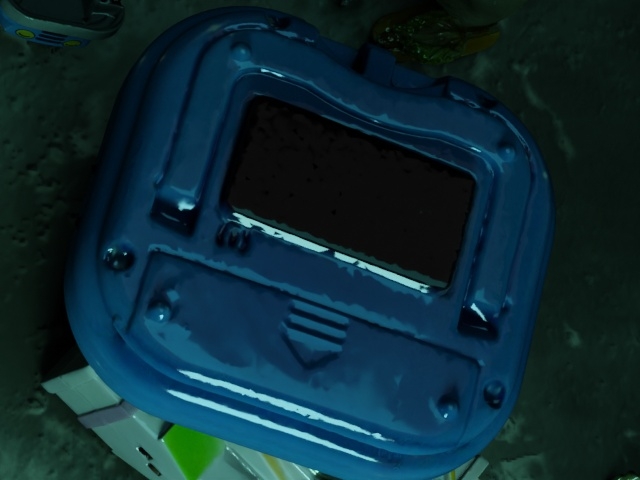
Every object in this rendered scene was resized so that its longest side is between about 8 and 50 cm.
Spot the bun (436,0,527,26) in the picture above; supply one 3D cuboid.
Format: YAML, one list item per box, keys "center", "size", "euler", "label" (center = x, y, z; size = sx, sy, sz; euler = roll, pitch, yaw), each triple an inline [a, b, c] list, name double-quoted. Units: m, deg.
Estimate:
- center: [0.129, -0.268, 1.629]
  size: [0.113, 0.167, 0.173]
  euler: [-29, 55, -6]
  label: "bun"

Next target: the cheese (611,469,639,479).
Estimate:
- center: [0.264, 0.251, 1.726]
  size: [0.060, 0.041, 0.084]
  euler: [46, 55, -23]
  label: "cheese"

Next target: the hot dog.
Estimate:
- center: [0.102, -0.179, 1.693]
  size: [0.133, 0.041, 0.056]
  euler: [-15, 90, -28]
  label: "hot dog"

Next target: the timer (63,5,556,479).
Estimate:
- center: [0.000, 0.000, 1.416]
  size: [0.340, 0.115, 0.309]
  euler: [20, 67, -12]
  label: "timer"

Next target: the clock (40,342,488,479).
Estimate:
- center: [-0.014, 0.125, 1.524]
  size: [0.309, 0.166, 0.235]
  euler: [46, 67, -11]
  label: "clock"

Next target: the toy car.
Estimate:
- center: [-0.209, -0.226, 1.516]
  size: [0.097, 0.100, 0.191]
  euler: [9, 60, -25]
  label: "toy car"

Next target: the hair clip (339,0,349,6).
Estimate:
- center: [0.027, -0.255, 1.673]
  size: [0.039, 0.030, 0.115]
  euler: [11, 76, -6]
  label: "hair clip"
